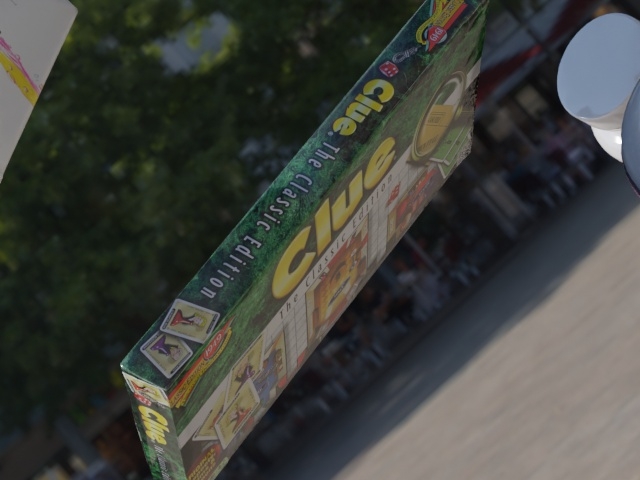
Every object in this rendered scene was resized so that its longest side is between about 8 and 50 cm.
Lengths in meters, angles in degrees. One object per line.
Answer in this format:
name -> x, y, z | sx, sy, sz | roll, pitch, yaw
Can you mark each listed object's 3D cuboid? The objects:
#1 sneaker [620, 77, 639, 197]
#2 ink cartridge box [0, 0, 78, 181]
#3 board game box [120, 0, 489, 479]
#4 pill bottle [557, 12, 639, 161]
sneaker -> 0.277, -0.081, 0.634 | 0.319, 0.112, 0.131 | -13, -6, -2
ink cartridge box -> -0.306, -0.113, 1.049 | 0.171, 0.168, 0.232 | -36, 25, 28
board game box -> 0.000, 0.000, 0.730 | 0.259, 0.030, 0.136 | -51, -22, -24
pill bottle -> 0.266, -0.095, 1.095 | 0.193, 0.108, 0.108 | 20, -50, -37
